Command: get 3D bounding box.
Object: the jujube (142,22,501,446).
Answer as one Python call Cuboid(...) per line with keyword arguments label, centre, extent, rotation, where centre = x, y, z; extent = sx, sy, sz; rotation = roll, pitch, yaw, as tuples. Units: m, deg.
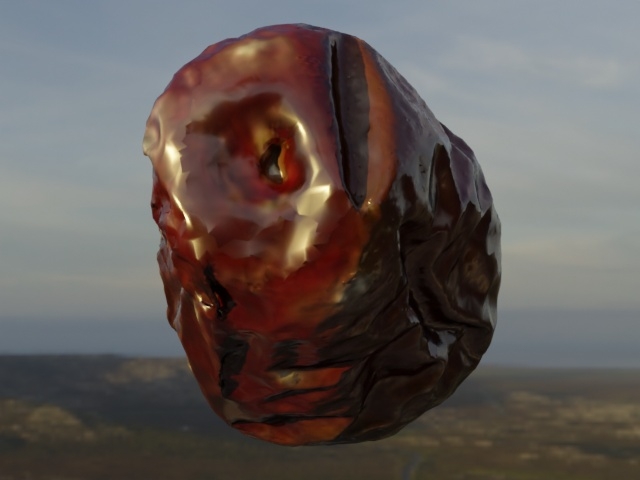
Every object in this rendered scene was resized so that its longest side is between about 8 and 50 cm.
Cuboid(label="jujube", centre=(0.000, 0.000, 0.734), extent=(0.216, 0.216, 0.342), rotation=(-1, -17, 11))
